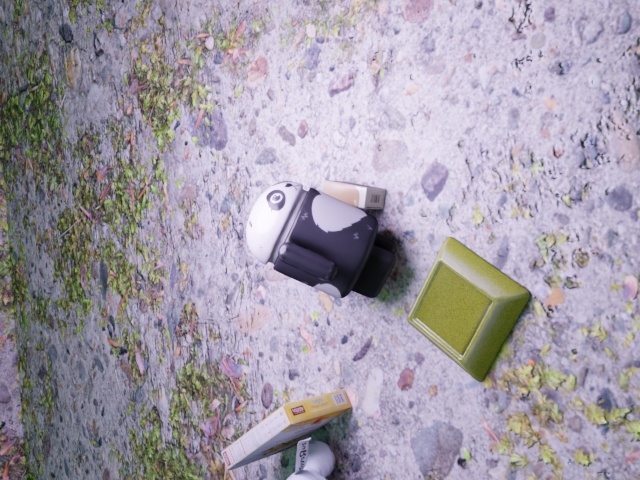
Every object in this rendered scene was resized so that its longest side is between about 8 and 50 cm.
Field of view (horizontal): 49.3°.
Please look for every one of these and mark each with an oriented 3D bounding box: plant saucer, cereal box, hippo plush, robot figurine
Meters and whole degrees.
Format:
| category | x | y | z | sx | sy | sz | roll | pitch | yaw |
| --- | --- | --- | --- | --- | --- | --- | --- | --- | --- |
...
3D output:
| category | x | y | z | sx | sy | sz | roll | pitch | yaw |
| --- | --- | --- | --- | --- | --- | --- | --- | --- | --- |
| plant saucer | 0.236 | 0.117 | 1.201 | 0.188 | 0.045 | 0.188 | 40 | 117 | 37 |
| cereal box | -0.071 | 0.386 | 1.421 | 0.240 | 0.173 | 0.047 | -44 | 62 | 36 |
| hippo plush | 0.040 | 0.519 | 1.332 | 0.236 | 0.234 | 0.294 | 23 | 126 | 11 |
| robot figurine | 0.001 | -0.001 | 1.293 | 0.209 | 0.278 | 0.174 | 125 | 170 | -75 |

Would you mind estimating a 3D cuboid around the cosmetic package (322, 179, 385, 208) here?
| category | x | y | z | sx | sy | sz | roll | pitch | yaw |
| --- | --- | --- | --- | --- | --- | --- | --- | --- | --- |
| cosmetic package | 0.064 | -0.090 | 1.357 | 0.115 | 0.060 | 0.041 | 15 | 101 | 45 |
